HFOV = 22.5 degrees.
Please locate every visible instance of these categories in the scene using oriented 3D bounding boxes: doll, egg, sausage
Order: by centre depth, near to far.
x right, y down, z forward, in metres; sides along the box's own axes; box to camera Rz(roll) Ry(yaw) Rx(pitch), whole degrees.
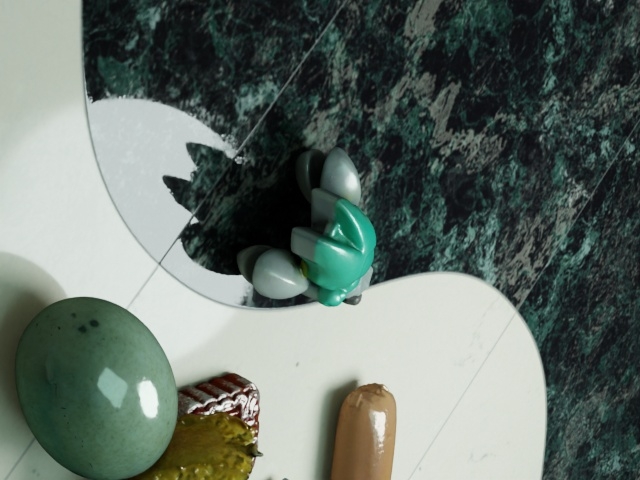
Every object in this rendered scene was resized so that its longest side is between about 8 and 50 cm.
[{"bbox_3d":[-0.245,0.165,1.766,0.169,0.169,0.236,-40,130,-28],"label":"egg"},{"bbox_3d":[-0.009,0.015,1.992,0.258,0.153,0.195,91,24,-46],"label":"doll"},{"bbox_3d":[0.055,0.334,2.224,0.086,0.086,0.289,-12,117,-44],"label":"sausage"}]

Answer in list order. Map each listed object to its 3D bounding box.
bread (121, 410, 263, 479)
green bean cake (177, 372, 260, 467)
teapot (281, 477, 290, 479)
[{"bbox_3d":[-0.174,0.301,1.884,0.139,0.143,0.229,25,107,-18],"label":"bread"},{"bbox_3d":[-0.135,0.243,2.004,0.136,0.056,0.135,-16,117,-42],"label":"green bean cake"},{"bbox_3d":[-0.085,0.395,2.111,0.111,0.149,0.108,-1,130,-7],"label":"teapot"}]
